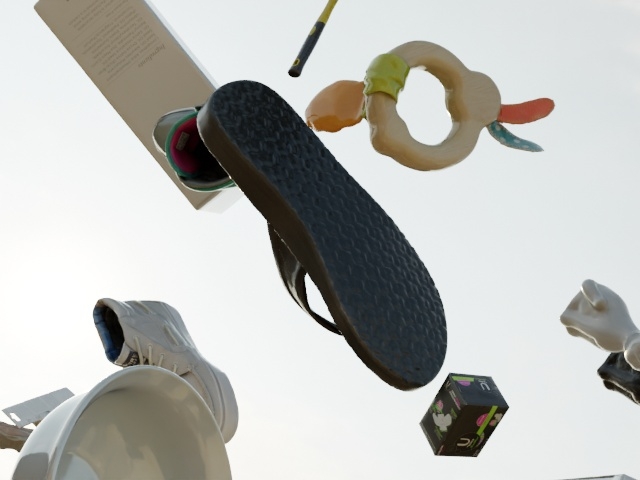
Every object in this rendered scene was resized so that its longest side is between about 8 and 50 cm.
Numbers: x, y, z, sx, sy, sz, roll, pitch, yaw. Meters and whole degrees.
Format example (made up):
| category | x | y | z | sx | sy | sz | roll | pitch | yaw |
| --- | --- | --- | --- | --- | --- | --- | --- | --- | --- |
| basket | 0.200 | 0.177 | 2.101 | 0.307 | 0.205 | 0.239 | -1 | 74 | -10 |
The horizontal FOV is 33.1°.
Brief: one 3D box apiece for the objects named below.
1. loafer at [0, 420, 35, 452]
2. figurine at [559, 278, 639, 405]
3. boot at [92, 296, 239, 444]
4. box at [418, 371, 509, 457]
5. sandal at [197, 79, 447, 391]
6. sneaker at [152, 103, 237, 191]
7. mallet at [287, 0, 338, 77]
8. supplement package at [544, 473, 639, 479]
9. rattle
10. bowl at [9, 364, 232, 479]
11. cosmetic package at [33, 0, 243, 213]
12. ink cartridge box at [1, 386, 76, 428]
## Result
| category | x | y | z | sx | sy | sz | roll | pitch | yaw |
| --- | --- | --- | --- | --- | --- | --- | --- | --- | --- |
| loafer | -0.518 | 0.321 | 1.783 | 0.125 | 0.039 | 0.045 | 19 | -58 | -13 |
| figurine | 0.464 | 0.173 | 1.551 | 0.215 | 0.092 | 0.209 | 51 | -4 | -29 |
| boot | -0.214 | 0.170 | 1.415 | 0.123 | 0.258 | 0.095 | 11 | -64 | -44 |
| box | 0.160 | 0.196 | 1.210 | 0.062 | 0.052 | 0.083 | 7 | -55 | -27 |
| sandal | 0.001 | -0.002 | 1.332 | 0.445 | 0.168 | 0.107 | 55 | -43 | 13 |
| sneaker | -0.173 | -0.137 | 1.554 | 0.296 | 0.123 | 0.178 | 16 | 5 | 34 |
| mallet | -0.005 | -0.277 | 1.362 | 0.062 | 0.189 | 0.039 | 10 | -33 | 38 |
| supplement package | 0.351 | 0.433 | 1.422 | 0.145 | 0.204 | 0.262 | 25 | -23 | -16 |
| rattle | 0.110 | -0.116 | 1.067 | 0.200 | 0.130 | 0.143 | -4 | -22 | -33 |
| bowl | -0.220 | 0.278 | 1.085 | 0.134 | 0.297 | 0.298 | -8 | -43 | 29 |
| cosmetic package | -0.279 | -0.270 | 1.911 | 0.453 | 0.161 | 0.230 | 51 | 3 | 4 |
| ink cartridge box | -0.431 | 0.270 | 1.681 | 0.063 | 0.115 | 0.029 | 29 | -56 | 41 |
